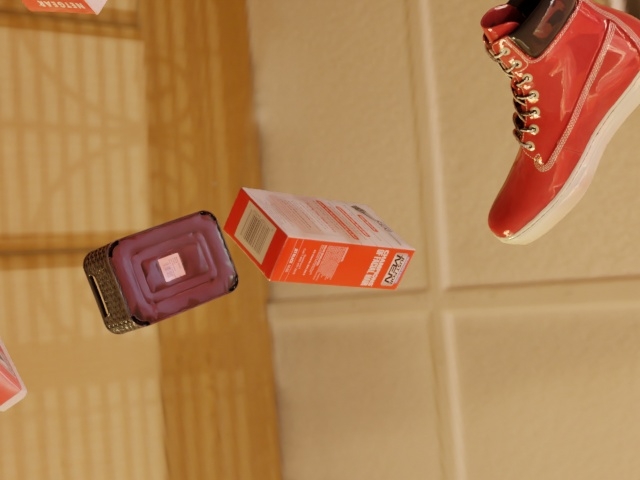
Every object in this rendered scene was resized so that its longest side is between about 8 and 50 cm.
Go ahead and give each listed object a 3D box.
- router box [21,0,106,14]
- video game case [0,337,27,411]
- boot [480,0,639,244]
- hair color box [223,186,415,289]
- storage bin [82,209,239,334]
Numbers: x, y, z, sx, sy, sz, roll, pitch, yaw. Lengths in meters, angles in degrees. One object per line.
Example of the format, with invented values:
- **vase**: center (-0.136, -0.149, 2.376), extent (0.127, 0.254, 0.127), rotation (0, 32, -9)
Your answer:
- **router box**: center (-0.194, -0.391, 0.917), extent (0.082, 0.301, 0.335), rotation (11, -118, 35)
- **video game case**: center (-0.294, -0.033, 0.768), extent (0.025, 0.285, 0.204), rotation (-36, -132, -5)
- **boot**: center (0.187, -0.121, 1.152), extent (0.244, 0.176, 0.088), rotation (-59, -150, 17)
- **hair color box**: center (0.000, 0.000, 1.215), extent (0.093, 0.167, 0.053), rotation (45, -61, 42)
- **storage bin**: center (-0.218, 0.043, 1.706), extent (0.084, 0.180, 0.122), rotation (-19, -88, 53)
